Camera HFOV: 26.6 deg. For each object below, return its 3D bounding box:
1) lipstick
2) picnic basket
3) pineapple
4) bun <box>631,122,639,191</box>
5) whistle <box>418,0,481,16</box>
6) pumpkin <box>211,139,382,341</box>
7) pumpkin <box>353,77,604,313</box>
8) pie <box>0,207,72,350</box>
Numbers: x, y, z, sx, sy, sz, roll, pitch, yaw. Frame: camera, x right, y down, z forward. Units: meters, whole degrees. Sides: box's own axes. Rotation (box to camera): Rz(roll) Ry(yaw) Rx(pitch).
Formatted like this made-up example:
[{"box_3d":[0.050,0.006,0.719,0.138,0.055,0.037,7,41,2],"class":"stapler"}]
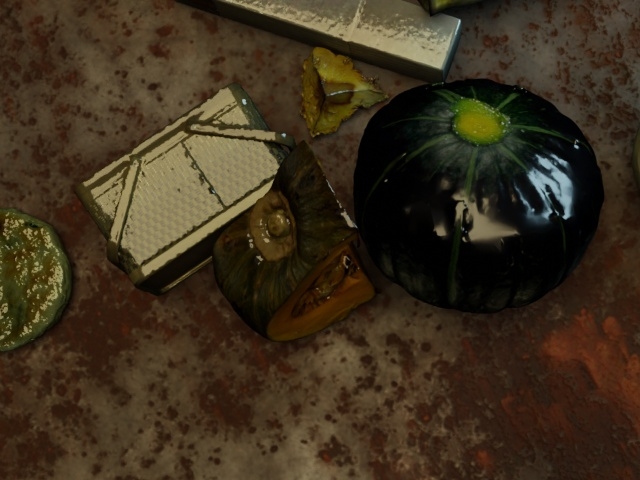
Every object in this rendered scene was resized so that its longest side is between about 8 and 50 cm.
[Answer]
[{"box_3d":[-0.009,-0.291,1.710,0.372,0.080,0.076,19,82,8],"class":"lipstick"},{"box_3d":[-0.149,-0.060,1.648,0.267,0.165,0.139,-34,81,1],"class":"picnic basket"},{"box_3d":[0.032,-0.189,1.697,0.114,0.077,0.114,-4,88,-8],"class":"pineapple"},{"box_3d":[0.506,-0.113,1.586,0.287,0.146,0.287,2,113,5],"class":"bun"},{"box_3d":[0.271,-0.346,1.647,0.326,0.057,0.068,-19,59,-6],"class":"whistle"},{"box_3d":[0.001,0.001,1.578,0.280,0.190,0.139,-45,65,43],"class":"pumpkin"},{"box_3d":[0.181,-0.030,1.582,0.296,0.296,0.295,-1,82,6],"class":"pumpkin"},{"box_3d":[-0.405,0.048,1.723,0.187,0.041,0.186,-1,82,7],"class":"pie"}]
